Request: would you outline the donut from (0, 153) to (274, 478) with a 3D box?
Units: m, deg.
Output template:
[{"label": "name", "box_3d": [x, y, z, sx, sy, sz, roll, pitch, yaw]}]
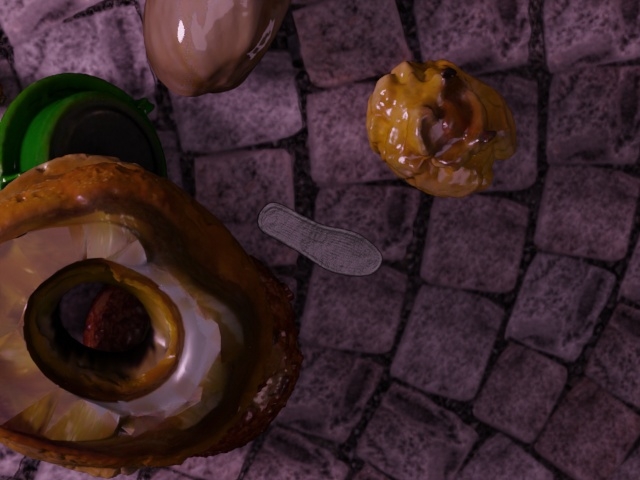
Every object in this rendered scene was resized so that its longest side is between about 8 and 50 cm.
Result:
[{"label": "donut", "box_3d": [-0.203, 0.074, 1.460, 0.330, 0.160, 0.330, 0, 91, -14]}]

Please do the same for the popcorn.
[{"label": "popcorn", "box_3d": [0.131, -0.120, 1.666, 0.167, 0.152, 0.148, 11, 76, -16]}]

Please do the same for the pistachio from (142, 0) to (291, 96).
[{"label": "pistachio", "box_3d": [-0.104, -0.261, 1.588, 0.153, 0.138, 0.238, 23, 94, 19]}]

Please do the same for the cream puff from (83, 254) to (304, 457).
[{"label": "cream puff", "box_3d": [-0.130, 0.123, 1.638, 0.240, 0.164, 0.240, -2, 96, -17]}]

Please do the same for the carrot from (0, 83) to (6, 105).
[{"label": "carrot", "box_3d": [-0.434, -0.195, 1.574, 0.248, 0.043, 0.043, 28, 93, -13]}]

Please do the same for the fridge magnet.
[{"label": "fridge magnet", "box_3d": [-0.239, -0.071, 1.585, 0.208, 0.088, 0.208, 8, 78, -41]}]

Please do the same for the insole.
[{"label": "insole", "box_3d": [0.000, 0.000, 1.722, 0.153, 0.002, 0.053, 27, 93, -15]}]
